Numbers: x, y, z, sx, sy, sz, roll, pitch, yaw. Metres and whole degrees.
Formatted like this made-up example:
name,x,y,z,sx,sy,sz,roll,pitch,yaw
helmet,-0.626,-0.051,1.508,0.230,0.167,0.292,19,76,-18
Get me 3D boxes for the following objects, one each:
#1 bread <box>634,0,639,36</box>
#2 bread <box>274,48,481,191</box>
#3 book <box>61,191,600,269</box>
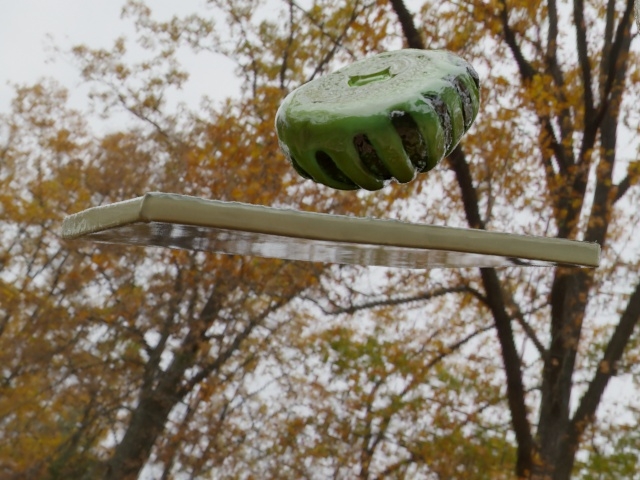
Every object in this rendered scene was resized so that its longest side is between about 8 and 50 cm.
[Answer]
name,x,y,z,sx,sy,sz,roll,pitch,yaw
bread,0.486,-0.251,0.838,0.321,0.320,0.237,9,-44,21
bread,0.041,-0.082,0.576,0.130,0.139,0.071,13,-48,46
book,0.000,0.000,0.574,0.310,0.021,0.217,5,-5,-27
